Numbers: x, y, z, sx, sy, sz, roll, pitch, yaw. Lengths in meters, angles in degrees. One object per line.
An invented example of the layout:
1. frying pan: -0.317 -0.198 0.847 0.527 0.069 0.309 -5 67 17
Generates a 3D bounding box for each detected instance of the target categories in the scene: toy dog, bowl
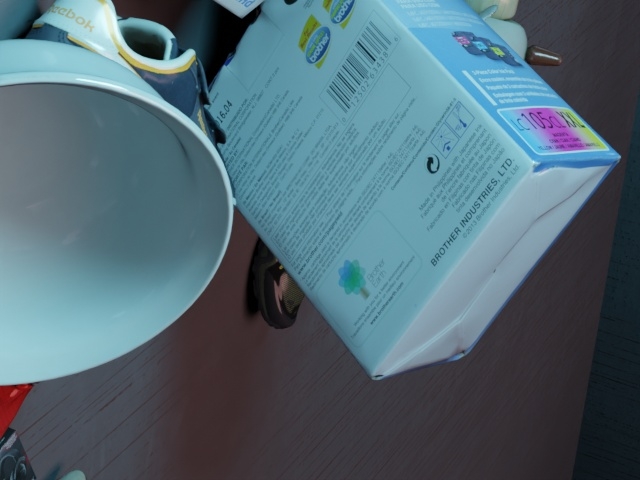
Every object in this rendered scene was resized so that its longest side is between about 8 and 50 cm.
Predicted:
1. toy dog: 0.203 -0.224 1.890 0.334 0.161 0.220 -53 150 -38
2. bowl: -0.221 -0.039 1.047 0.298 0.297 0.134 81 -8 -46

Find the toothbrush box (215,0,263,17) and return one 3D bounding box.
1. toothbrush box: -0.027 -0.340 1.170 0.295 0.126 0.216 -35 161 13

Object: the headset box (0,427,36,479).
1. headset box: -0.288 0.203 1.274 0.062 0.032 0.083 -54 152 -35

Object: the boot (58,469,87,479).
1. boot: -0.266 0.250 1.346 0.118 0.042 0.087 -62 152 -24

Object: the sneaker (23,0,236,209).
1. sneaker: -0.144 -0.110 1.253 0.128 0.126 0.321 -64 155 -6

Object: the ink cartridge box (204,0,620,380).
1. ink cartridge box: 0.044 -0.109 1.362 0.151 0.395 0.270 -6 139 -50

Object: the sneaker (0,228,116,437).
1. sneaker: -0.221 0.074 1.186 0.279 0.118 0.107 -57 159 11

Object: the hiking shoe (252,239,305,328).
1. hiking shoe: 0.000 0.000 1.660 0.086 0.114 0.227 12 96 -66
